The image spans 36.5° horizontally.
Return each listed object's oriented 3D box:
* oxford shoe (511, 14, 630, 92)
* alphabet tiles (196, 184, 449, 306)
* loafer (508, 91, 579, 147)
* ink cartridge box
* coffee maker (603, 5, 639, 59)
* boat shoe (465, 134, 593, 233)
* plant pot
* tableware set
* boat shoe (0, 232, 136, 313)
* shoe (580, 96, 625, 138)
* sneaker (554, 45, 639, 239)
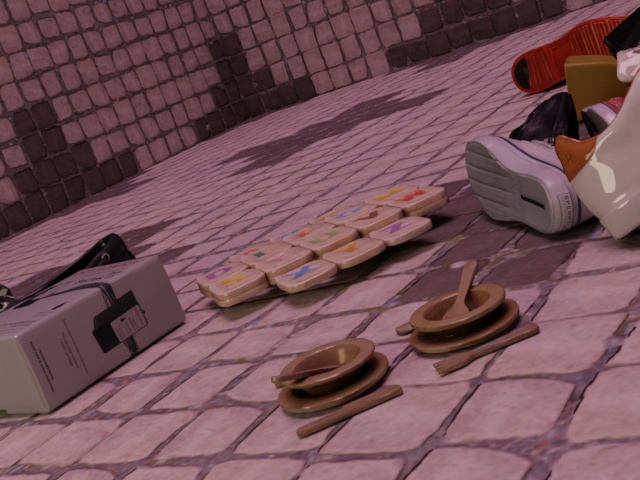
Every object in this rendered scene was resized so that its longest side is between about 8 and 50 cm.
[{"bbox_3d":[0.464,-0.330,1.673,0.271,0.096,0.098,-9,11,44],"label":"oxford shoe"},{"bbox_3d":[0.000,0.000,1.102,0.284,0.021,0.278,-25,12,-14],"label":"alphabet tiles"},{"bbox_3d":[0.261,-0.124,1.141,0.078,0.076,0.223,-8,20,21],"label":"loafer"},{"bbox_3d":[-0.273,0.100,1.045,0.153,0.086,0.208,-11,15,39],"label":"ink cartridge box"},{"bbox_3d":[0.427,-0.268,1.142,0.178,0.171,0.120,-45,7,14],"label":"coffee maker"},{"bbox_3d":[0.214,-0.055,0.958,0.076,0.083,0.226,-11,22,-10],"label":"boat shoe"},{"bbox_3d":[0.385,-0.214,1.335,0.083,0.081,0.081,-5,17,21],"label":"plant pot"},{"bbox_3d":[0.054,0.071,0.725,0.194,0.039,0.128,-23,12,-7],"label":"tableware set"},{"bbox_3d":[-0.363,0.090,1.176,0.340,0.113,0.127,-28,14,-28],"label":"boat shoe"},{"bbox_3d":[0.349,-0.140,1.091,0.081,0.063,0.178,-25,7,10],"label":"shoe"},{"bbox_3d":[0.308,-0.135,0.754,0.290,0.123,0.106,-41,-13,15],"label":"sneaker"}]
